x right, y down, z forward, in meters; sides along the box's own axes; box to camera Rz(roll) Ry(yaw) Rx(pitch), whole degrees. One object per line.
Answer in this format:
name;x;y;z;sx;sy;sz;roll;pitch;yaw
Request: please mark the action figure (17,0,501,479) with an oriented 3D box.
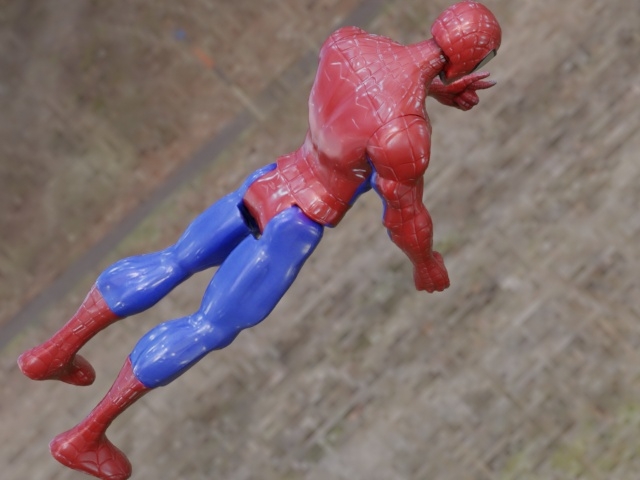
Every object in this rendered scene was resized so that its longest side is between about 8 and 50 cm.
action figure;0.000;0.000;0.868;0.139;0.091;0.280;16;-53;-47
